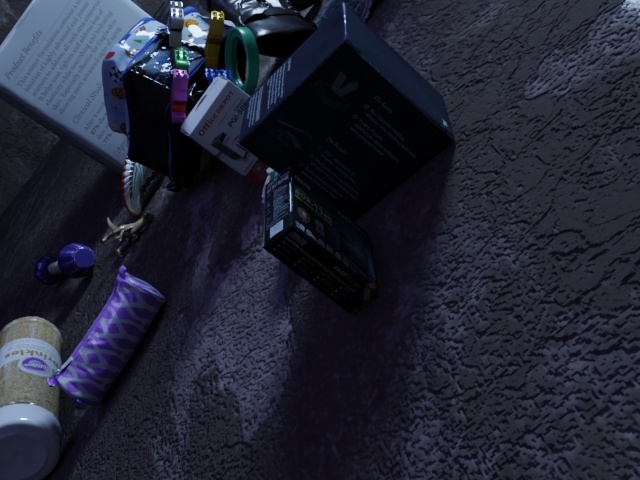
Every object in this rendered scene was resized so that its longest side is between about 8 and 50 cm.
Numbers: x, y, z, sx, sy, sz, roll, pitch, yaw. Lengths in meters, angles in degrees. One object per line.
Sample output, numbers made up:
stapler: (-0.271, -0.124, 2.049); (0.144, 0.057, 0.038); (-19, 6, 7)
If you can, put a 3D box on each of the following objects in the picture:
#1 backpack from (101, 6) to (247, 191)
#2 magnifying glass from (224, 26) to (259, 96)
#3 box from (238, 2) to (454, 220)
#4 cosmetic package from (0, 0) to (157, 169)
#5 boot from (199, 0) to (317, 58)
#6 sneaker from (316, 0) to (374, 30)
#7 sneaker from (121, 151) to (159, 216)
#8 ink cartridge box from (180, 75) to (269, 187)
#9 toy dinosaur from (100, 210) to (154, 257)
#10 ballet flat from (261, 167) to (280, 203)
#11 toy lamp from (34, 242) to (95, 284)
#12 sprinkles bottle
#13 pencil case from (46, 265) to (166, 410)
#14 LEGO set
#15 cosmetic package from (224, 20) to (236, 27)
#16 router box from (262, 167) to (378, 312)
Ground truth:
backpack: (-0.246, -0.271, 1.228); (0.263, 0.213, 0.276); (-52, -7, -33)
magnifying glass: (-0.131, -0.221, 1.084); (0.092, 0.026, 0.231); (55, 147, 37)
box: (0.025, -0.127, 0.726); (0.158, 0.156, 0.093); (-38, 31, 28)
cosmetic package: (-0.539, -0.394, 1.654); (0.329, 0.393, 0.327); (-58, 28, -7)
boot: (-0.058, -0.375, 1.173); (0.229, 0.262, 0.091); (46, 142, 36)
sneaker: (0.054, -0.371, 1.071); (0.166, 0.065, 0.076); (-50, 11, 3)
sneaker: (-0.359, -0.159, 1.446); (0.088, 0.092, 0.225); (163, 119, -75)
ink cartridge box: (-0.117, -0.156, 1.003); (0.099, 0.135, 0.056); (-55, 30, 1)
toy dinosaur: (-0.391, -0.015, 1.391); (0.183, 0.053, 0.093); (-8, 37, 45)
ballet flat: (-0.007, -0.125, 0.864); (0.241, 0.091, 0.077); (-60, -2, -19)
toy lamp: (-0.571, 0.053, 1.551); (0.274, 0.080, 0.080); (-12, 49, 51)
sprinkles bottle: (-0.498, 0.255, 1.166); (0.121, 0.121, 0.355); (-53, 28, 5)
pencil case: (-0.319, 0.146, 1.043); (0.206, 0.088, 0.086); (-58, 29, -8)
LEGO set: (-0.181, -0.288, 1.041); (0.093, 0.087, 0.227); (112, 153, -50)
cosmetic package: (-0.224, -0.391, 1.512); (0.099, 0.060, 0.239); (-4, 56, 54)
router box: (0.000, 0.000, 0.663); (0.038, 0.122, 0.092); (-36, 33, 23)
